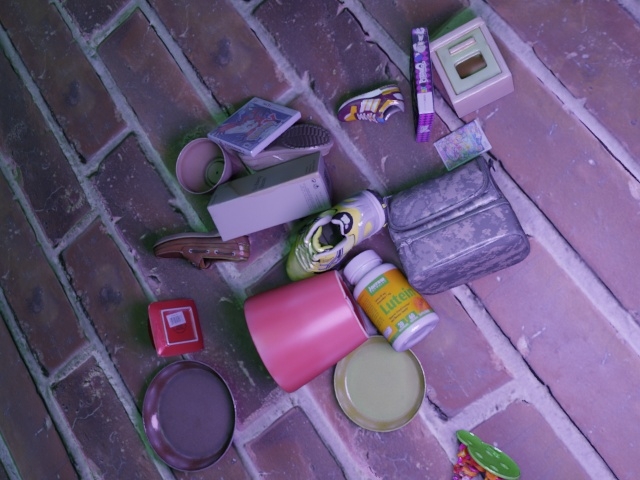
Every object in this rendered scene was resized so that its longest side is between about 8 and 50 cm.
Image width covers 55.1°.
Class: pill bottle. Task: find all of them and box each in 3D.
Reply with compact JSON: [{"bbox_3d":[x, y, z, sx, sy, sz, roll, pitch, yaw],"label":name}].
[{"bbox_3d":[0.169,0.144,1.533,0.136,0.136,0.245,-44,65,11],"label":"pill bottle"}]

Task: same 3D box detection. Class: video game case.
[{"bbox_3d":[0.364,-0.243,1.574,0.122,0.011,0.087,-29,74,16],"label":"video game case"},{"bbox_3d":[-0.186,-0.322,1.714,0.184,0.023,0.201,25,58,34],"label":"video game case"},{"bbox_3d":[0.249,-0.376,1.516,0.042,0.232,0.210,-5,83,6],"label":"video game case"}]

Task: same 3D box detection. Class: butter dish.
[{"bbox_3d":[-0.437,0.259,1.769,0.118,0.160,0.159,-25,75,41],"label":"butter dish"}]

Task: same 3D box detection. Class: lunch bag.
[{"bbox_3d":[0.311,-0.039,1.474,0.305,0.213,0.255,-25,62,17],"label":"lunch bag"}]

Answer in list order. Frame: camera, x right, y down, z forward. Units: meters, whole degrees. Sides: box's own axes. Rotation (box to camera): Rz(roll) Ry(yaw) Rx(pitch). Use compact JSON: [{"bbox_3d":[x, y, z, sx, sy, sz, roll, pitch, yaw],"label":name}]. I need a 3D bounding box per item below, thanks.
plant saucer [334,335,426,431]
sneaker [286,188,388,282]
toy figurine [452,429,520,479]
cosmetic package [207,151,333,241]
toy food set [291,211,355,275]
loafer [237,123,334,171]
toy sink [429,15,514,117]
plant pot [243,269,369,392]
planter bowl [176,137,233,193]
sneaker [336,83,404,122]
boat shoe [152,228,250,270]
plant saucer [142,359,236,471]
[{"bbox_3d":[0.154,0.364,1.571,0.241,0.037,0.240,-3,82,21],"label":"plant saucer"},{"bbox_3d":[0.000,0.000,1.528,0.145,0.147,0.384,56,138,11],"label":"sneaker"},{"bbox_3d":[0.357,0.563,1.441,0.173,0.130,0.159,35,107,43],"label":"toy figurine"},{"bbox_3d":[-0.128,-0.118,1.640,0.310,0.160,0.113,-16,116,10],"label":"cosmetic package"},{"bbox_3d":[0.015,0.017,1.670,0.132,0.039,0.192,-37,78,21],"label":"toy food set"},{"bbox_3d":[-0.094,-0.253,1.712,0.269,0.092,0.101,-6,56,5],"label":"loafer"},{"bbox_3d":[0.362,-0.456,1.535,0.153,0.131,0.234,-24,75,16],"label":"toy sink"},{"bbox_3d":[-0.025,0.212,1.551,0.243,0.275,0.274,-28,74,5],"label":"plant pot"},{"bbox_3d":[-0.322,-0.205,1.783,0.162,0.109,0.161,-3,82,21],"label":"planter bowl"},{"bbox_3d":[0.134,-0.348,1.645,0.186,0.070,0.083,-21,71,19],"label":"sneaker"},{"bbox_3d":[-0.349,0.032,1.764,0.308,0.111,0.104,-9,79,20],"label":"boat shoe"},{"bbox_3d":[-0.367,0.497,1.751,0.311,0.050,0.310,-3,82,21],"label":"plant saucer"}]
